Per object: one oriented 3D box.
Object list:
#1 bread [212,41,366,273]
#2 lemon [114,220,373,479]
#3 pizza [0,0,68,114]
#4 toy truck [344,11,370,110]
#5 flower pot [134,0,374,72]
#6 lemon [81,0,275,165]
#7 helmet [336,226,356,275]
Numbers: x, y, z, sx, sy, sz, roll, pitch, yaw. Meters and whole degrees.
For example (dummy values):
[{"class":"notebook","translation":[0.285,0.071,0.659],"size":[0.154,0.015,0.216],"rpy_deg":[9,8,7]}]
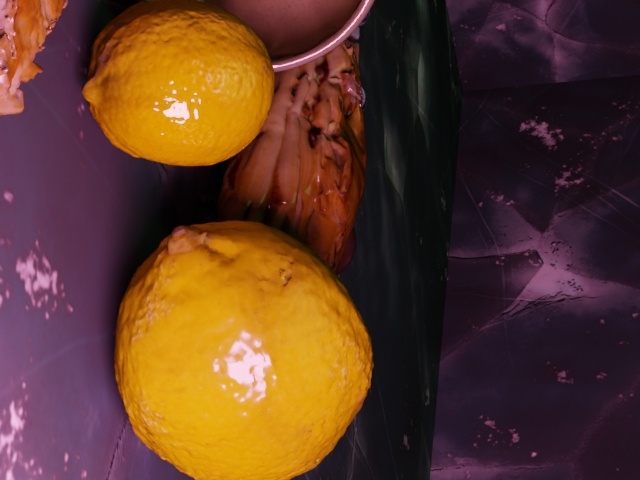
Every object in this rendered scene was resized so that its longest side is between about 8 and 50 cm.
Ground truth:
[{"class":"bread","translation":[-0.029,-0.068,1.469],"size":[0.277,0.167,0.324],"rpy_deg":[110,0,-49]},{"class":"lemon","translation":[-0.087,0.117,1.212],"size":[0.322,0.268,0.268],"rpy_deg":[51,35,-37]},{"class":"pizza","translation":[-0.265,-0.299,0.896],"size":[0.440,0.130,0.406],"rpy_deg":[74,17,-71]},{"class":"toy truck","translation":[-0.030,-0.286,1.750],"size":[0.184,0.133,0.338],"rpy_deg":[20,69,-53]},{"class":"flower pot","translation":[-0.077,-0.357,1.322],"size":[0.244,0.307,0.307],"rpy_deg":[-100,177,-58]},{"class":"lemon","translation":[-0.144,-0.162,1.189],"size":[0.180,0.193,0.180],"rpy_deg":[-178,-90,-85]},{"class":"helmet","translation":[0.000,0.000,1.844],"size":[0.175,0.106,0.155],"rpy_deg":[4,82,-71]}]
